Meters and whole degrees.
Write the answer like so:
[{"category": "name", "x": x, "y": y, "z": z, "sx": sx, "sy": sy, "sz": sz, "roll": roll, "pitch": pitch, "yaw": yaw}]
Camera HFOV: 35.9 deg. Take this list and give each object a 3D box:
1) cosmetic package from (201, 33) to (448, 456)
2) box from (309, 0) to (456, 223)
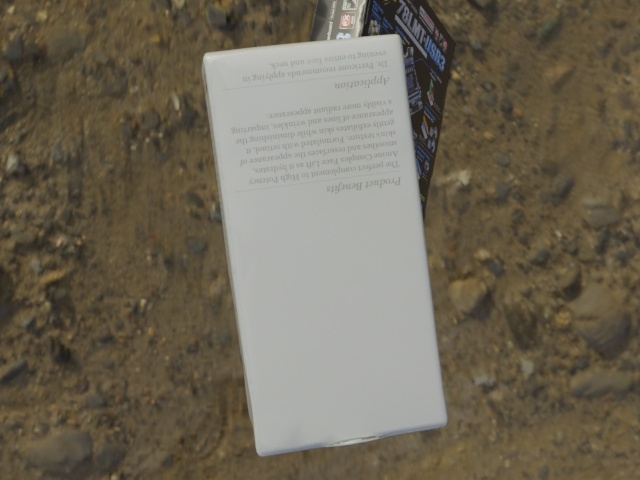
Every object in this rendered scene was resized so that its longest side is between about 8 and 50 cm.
[{"category": "cosmetic package", "x": 0.000, "y": 0.000, "z": 0.592, "sx": 0.117, "sy": 0.085, "sz": 0.231, "roll": -7, "pitch": 96, "yaw": -6}, {"category": "box", "x": 0.069, "y": -0.161, "z": 1.180, "sx": 0.073, "sy": 0.295, "sz": 0.294, "roll": 4, "pitch": 79, "yaw": 25}]
